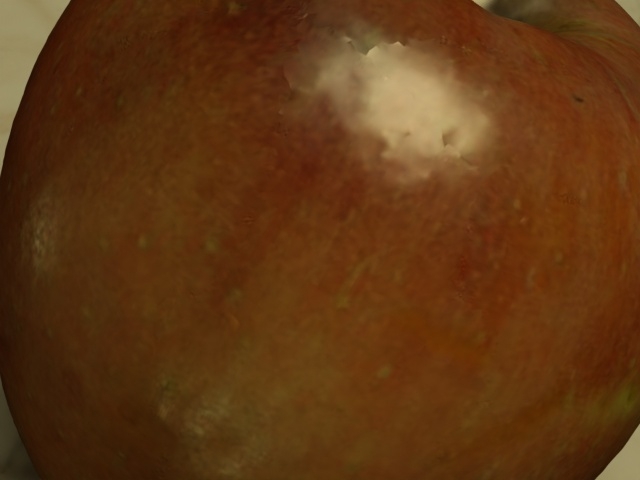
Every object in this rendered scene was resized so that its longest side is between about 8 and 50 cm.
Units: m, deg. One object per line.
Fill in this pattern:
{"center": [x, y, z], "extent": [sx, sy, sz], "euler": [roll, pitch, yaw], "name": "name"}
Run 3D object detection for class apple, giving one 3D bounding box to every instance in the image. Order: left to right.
{"center": [0.000, 0.000, 0.525], "extent": [0.253, 0.253, 0.253], "euler": [12, 44, -12], "name": "apple"}
